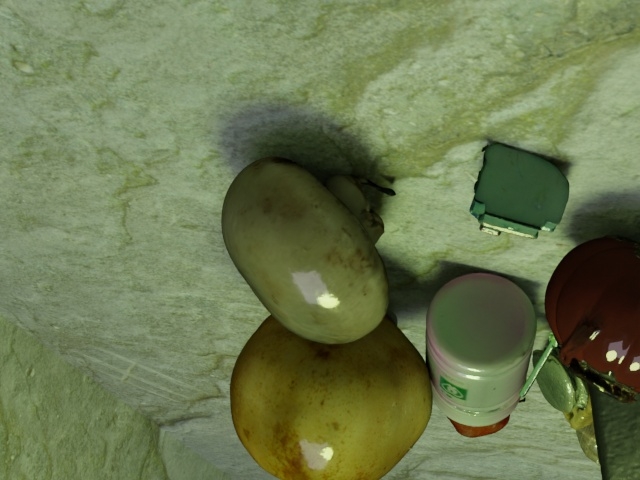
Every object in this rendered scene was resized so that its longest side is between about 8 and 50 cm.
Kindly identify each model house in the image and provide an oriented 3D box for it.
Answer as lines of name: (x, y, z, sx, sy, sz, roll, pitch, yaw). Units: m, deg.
model house: (0.304, -0.061, 1.533, 0.148, 0.119, 0.149, 17, 164, 3)

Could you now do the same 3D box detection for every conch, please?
conch: (0.603, 0.390, 2.137, 0.245, 0.163, 0.178, 46, 165, 25)

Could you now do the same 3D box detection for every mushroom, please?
mushroom: (0.000, 0.000, 1.697, 0.362, 0.294, 0.362, 49, 170, 12)

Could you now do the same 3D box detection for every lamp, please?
lamp: (0.508, 0.124, 1.554, 0.303, 0.257, 0.303, 27, -170, -5)

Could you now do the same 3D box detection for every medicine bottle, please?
medicine bottle: (0.316, 0.224, 1.941, 0.212, 0.212, 0.325, 13, 154, 14)

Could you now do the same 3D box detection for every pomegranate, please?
pomegranate: (0.025, 0.295, 1.921, 0.416, 0.417, 0.417, 16, 154, 8)

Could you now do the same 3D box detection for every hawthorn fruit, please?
hawthorn fruit: (0.384, 0.378, 2.264, 0.194, 0.157, 0.157, -11, 142, 30)

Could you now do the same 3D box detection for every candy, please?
candy: (0.430, 0.184, 1.798, 0.083, 0.091, 0.305, 44, 129, 32)

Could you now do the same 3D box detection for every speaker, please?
speaker: (0.616, 0.348, 1.736, 0.180, 0.388, 0.184, -12, -175, -31)

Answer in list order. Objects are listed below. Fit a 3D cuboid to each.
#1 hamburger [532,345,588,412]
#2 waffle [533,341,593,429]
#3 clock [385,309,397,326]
hamburger: (0.468, 0.268, 1.886, 0.133, 0.062, 0.140, 45, 154, 53)
waffle: (0.519, 0.276, 1.963, 0.057, 0.168, 0.274, -23, 156, -12)
clock: (0.103, 0.204, 2.172, 0.144, 0.103, 0.231, 16, 156, 3)
